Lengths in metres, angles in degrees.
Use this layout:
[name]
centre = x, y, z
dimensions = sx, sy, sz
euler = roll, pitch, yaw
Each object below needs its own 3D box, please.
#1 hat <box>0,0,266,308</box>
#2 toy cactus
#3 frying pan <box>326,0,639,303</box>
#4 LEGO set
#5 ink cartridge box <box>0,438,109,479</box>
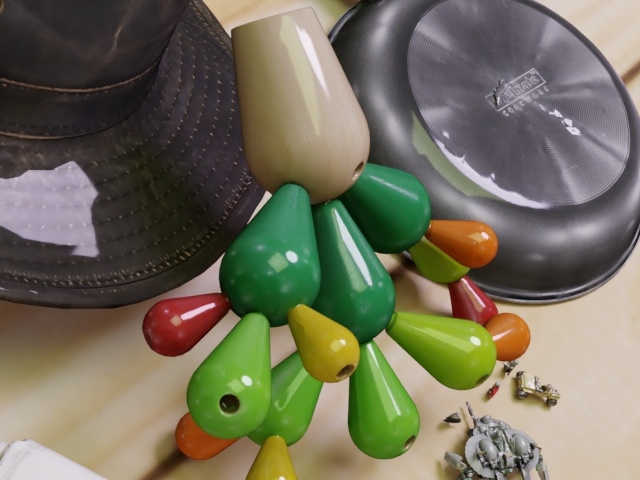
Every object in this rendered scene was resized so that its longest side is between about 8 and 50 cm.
[hat]
centre = -0.127, -0.142, 0.513
dimensions = 0.331, 0.134, 0.331
euler = 27, 38, -24
[toy cactus]
centre = 0.000, 0.000, 0.531
dimensions = 0.219, 0.112, 0.180
euler = -23, 100, -48
[frying pan]
centre = 0.072, -0.117, 0.705
dimensions = 0.197, 0.053, 0.326
euler = -6, 65, -29
[LEGO set]
centre = 0.083, 0.084, 0.587
dimensions = 0.054, 0.023, 0.083
euler = 23, 52, -10
[ink cartridge box]
centre = -0.030, 0.168, 0.393
dimensions = 0.218, 0.158, 0.092
euler = 30, 52, -4
